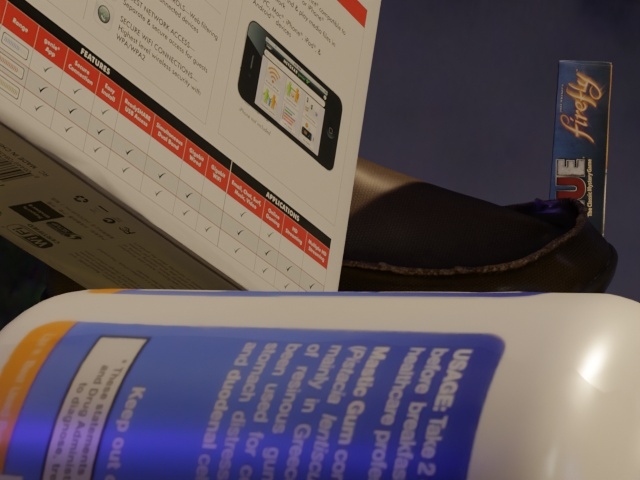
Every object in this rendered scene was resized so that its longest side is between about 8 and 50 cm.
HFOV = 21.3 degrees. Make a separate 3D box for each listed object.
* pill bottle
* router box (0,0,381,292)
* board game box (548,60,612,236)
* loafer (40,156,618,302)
[{"bbox_3d":[0.031,0.090,0.514,0.272,0.152,0.152,0,-45,28],"label":"pill bottle"},{"bbox_3d":[-0.095,-0.138,0.848,0.082,0.301,0.335,-9,-31,33],"label":"router box"},{"bbox_3d":[0.203,-0.008,1.356,0.042,0.165,0.243,3,-29,9],"label":"board game box"},{"bbox_3d":[0.000,0.000,1.056,0.366,0.134,0.130,-3,-72,3],"label":"loafer"}]
